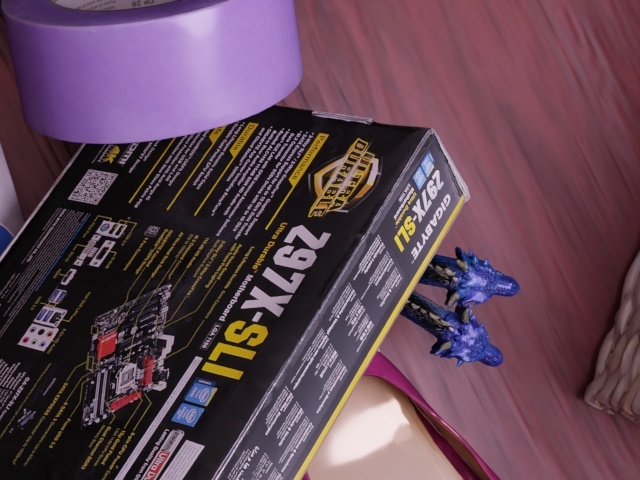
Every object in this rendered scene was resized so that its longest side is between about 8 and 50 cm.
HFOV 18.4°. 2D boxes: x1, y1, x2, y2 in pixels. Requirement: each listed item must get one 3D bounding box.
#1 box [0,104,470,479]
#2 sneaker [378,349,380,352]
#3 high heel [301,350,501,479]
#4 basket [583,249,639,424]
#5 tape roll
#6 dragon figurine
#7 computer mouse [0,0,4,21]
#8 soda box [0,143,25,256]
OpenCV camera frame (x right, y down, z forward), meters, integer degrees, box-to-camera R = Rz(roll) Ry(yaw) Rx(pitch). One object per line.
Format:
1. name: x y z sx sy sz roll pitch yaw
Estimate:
1. box: -0.094 0.052 1.224 0.322 0.257 0.079 -58 141 -27
2. sneaker: -0.029 0.120 1.403 0.075 0.063 0.170 34 80 -7
3. high heel: 0.078 0.168 1.315 0.377 0.181 0.127 45 72 -23
4. basket: 0.382 0.022 1.335 0.266 0.328 0.331 23 87 -6
5. tape roll: -0.109 -0.134 1.299 0.189 0.189 0.080 -13 114 -9
6. dragon figurine: 0.000 0.000 1.365 0.289 0.144 0.085 26 85 -8
7. computer mouse: -0.154 -0.217 1.397 0.193 0.042 0.106 -35 90 -2
8. soda box: -0.258 -0.019 1.343 0.083 0.092 0.263 -17 92 -30
